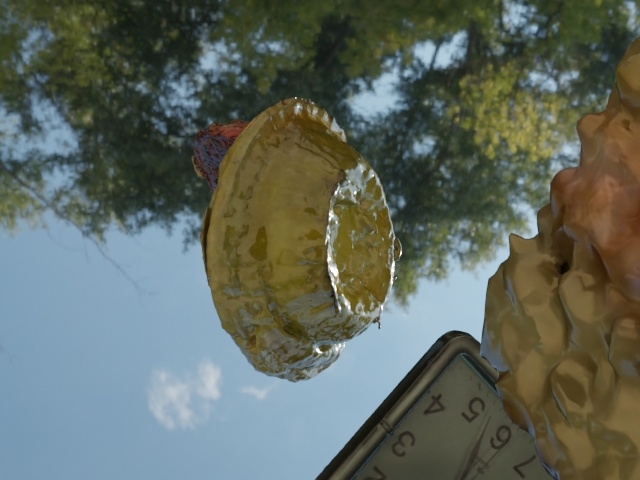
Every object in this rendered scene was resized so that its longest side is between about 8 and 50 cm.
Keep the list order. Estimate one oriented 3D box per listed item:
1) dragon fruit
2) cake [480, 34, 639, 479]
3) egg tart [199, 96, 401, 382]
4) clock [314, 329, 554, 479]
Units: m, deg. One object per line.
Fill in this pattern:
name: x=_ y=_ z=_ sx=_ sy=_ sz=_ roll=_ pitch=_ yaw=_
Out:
dragon fruit: x=-0.115 y=-0.152 z=1.579 sx=0.205 sy=0.317 sz=0.152 roll=41 pitch=-117 yaw=3
cake: x=0.266 y=0.024 z=0.297 sx=0.293 sy=0.307 sz=0.314 roll=6 pitch=-146 yaw=-34
egg tart: x=0.000 y=0.000 z=0.874 sx=0.115 sy=0.290 sz=0.290 roll=1 pitch=-141 yaw=29
clock: x=0.146 y=0.276 z=0.945 sx=0.279 sy=0.273 sz=0.049 roll=-46 pitch=-165 yaw=-11
